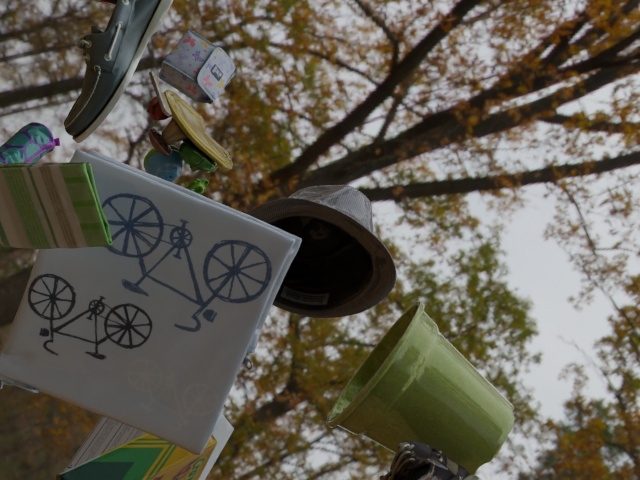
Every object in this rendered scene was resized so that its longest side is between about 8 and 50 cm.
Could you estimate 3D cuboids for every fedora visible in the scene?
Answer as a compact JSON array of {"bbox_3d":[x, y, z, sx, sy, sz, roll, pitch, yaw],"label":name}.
[{"bbox_3d":[0.000,0.000,1.256,0.244,0.124,0.275,33,-43,-12],"label":"fedora"}]

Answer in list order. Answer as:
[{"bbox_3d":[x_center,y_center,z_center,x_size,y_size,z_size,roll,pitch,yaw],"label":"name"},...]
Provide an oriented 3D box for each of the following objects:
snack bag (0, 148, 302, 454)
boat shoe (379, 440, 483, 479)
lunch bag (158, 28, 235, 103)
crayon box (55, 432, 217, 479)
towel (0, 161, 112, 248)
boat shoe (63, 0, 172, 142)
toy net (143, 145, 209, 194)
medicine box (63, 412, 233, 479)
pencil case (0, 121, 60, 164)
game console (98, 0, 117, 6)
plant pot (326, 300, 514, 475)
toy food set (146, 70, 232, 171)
[{"bbox_3d":[-0.234,0.091,1.100,0.037,0.323,0.342,-104,-144,-84],"label":"snack bag"},{"bbox_3d":[0.143,0.371,1.191,0.130,0.132,0.355,37,-2,22],"label":"boat shoe"},{"bbox_3d":[-0.162,-0.231,1.098,0.083,0.071,0.053,34,-28,-7],"label":"lunch bag"},{"bbox_3d":[-0.312,0.420,1.445,0.081,0.319,0.202,49,-43,24],"label":"crayon box"},{"bbox_3d":[-0.325,-0.042,0.965,0.152,0.023,0.113,0,-59,16],"label":"towel"},{"bbox_3d":[-0.341,-0.311,1.308,0.319,0.099,0.116,-61,-150,0],"label":"boat shoe"},{"bbox_3d":[-0.310,-0.061,1.405,0.122,0.232,0.045,41,15,-53],"label":"toy net"},{"bbox_3d":[-0.398,0.488,1.911,0.289,0.263,0.149,-2,-48,37],"label":"medicine box"},{"bbox_3d":[-0.503,-0.138,1.367,0.070,0.151,0.064,11,-52,8],"label":"pencil case"},{"bbox_3d":[-0.427,-0.639,1.464,0.060,0.342,0.386,-80,-174,-71],"label":"game console"},{"bbox_3d":[0.193,0.293,1.458,0.254,0.276,0.276,38,-31,1],"label":"plant pot"},{"bbox_3d":[-0.231,-0.172,1.331,0.218,0.071,0.128,42,16,-54],"label":"toy food set"}]
